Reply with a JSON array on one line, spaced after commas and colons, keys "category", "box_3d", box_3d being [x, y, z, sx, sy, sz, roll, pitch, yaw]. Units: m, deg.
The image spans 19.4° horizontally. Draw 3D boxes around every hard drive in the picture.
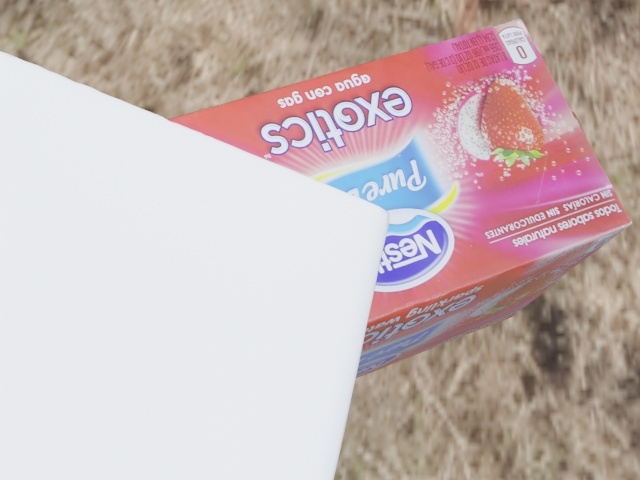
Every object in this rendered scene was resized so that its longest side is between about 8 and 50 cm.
[{"category": "hard drive", "box_3d": [-0.088, 0.109, 0.645, 0.203, 0.040, 0.307, 21, 76, -38]}]

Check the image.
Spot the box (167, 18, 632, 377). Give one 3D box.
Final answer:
[{"category": "box", "box_3d": [0.000, 0.000, 0.898, 0.122, 0.257, 0.128, 64, 150, 13]}]
